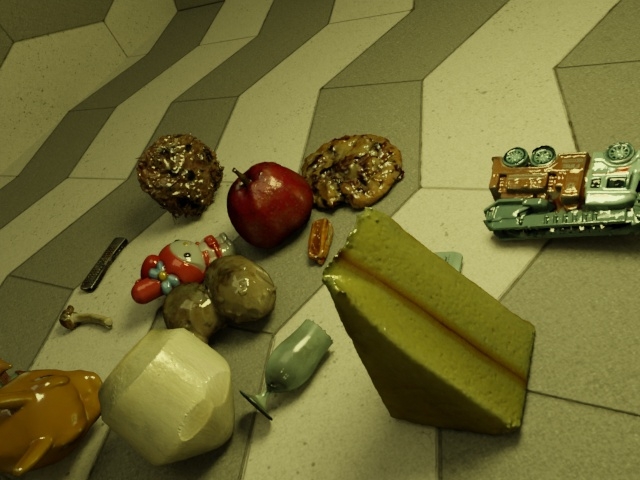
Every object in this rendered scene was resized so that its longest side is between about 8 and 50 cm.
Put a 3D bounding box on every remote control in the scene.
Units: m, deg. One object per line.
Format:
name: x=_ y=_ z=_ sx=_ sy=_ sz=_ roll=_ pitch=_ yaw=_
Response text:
remote control: x=-0.669 y=0.072 z=1.759 sx=0.059 sy=0.028 sz=0.212 roll=1 pitch=48 yaw=26
remote control: x=0.228 y=0.057 z=1.244 sx=0.162 sy=0.029 sz=0.061 roll=-5 pitch=43 yaw=33

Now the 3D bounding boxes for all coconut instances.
coconut: x=-0.286 y=0.313 z=1.122 sx=0.237 sy=0.266 sz=0.237 roll=-47 pitch=1 yaw=1

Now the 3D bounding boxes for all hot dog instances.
hot dog: x=0.001 y=0.001 z=1.430 sx=0.062 sy=0.038 sz=0.144 roll=-11 pitch=45 yaw=17

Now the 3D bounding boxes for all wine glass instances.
wine glass: x=-0.065 y=0.257 z=1.152 sx=0.093 sy=0.093 sz=0.202 roll=22 pitch=63 yaw=44

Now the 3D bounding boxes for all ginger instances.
ginger: x=-0.256 y=0.158 z=1.342 sx=0.304 sy=0.155 sz=0.244 roll=-41 pitch=47 yaw=-2

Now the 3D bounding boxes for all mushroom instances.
mushroom: x=-0.648 y=0.217 z=1.570 sx=0.187 sy=0.061 sz=0.060 roll=-1 pitch=42 yaw=24

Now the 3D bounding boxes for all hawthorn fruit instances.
hawthorn fruit: x=-0.144 y=-0.105 z=1.462 sx=0.230 sy=0.266 sz=0.210 roll=-24 pitch=58 yaw=11

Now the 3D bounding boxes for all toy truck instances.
toy truck: x=0.513 y=-0.085 z=1.152 sx=0.338 sy=0.133 sz=0.184 roll=3 pitch=59 yaw=37

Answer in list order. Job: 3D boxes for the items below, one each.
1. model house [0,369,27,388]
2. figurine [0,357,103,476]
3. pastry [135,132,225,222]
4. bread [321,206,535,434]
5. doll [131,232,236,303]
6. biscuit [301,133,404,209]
model house: x=-0.839 y=0.374 z=1.461 sx=0.119 sy=0.148 sz=0.148 roll=4 pitch=36 yaw=40
figurine: x=-0.689 y=0.423 z=1.210 sx=0.387 sy=0.268 sz=0.401 roll=-23 pitch=31 yaw=24
pastry: x=-0.429 y=-0.196 z=1.726 sx=0.193 sy=0.275 sz=0.275 roll=-12 pitch=38 yaw=52
bread: x=0.185 y=0.125 z=0.938 sx=0.244 sy=0.362 sz=0.233 roll=-3 pitch=45 yaw=32
doll: x=-0.367 y=0.070 z=1.500 sx=0.290 sy=0.130 sz=0.161 roll=-26 pitch=43 yaw=-20
biscuit: x=0.073 y=-0.204 z=1.577 sx=0.289 sy=0.081 sz=0.334 roll=-38 pitch=39 yaw=-12
